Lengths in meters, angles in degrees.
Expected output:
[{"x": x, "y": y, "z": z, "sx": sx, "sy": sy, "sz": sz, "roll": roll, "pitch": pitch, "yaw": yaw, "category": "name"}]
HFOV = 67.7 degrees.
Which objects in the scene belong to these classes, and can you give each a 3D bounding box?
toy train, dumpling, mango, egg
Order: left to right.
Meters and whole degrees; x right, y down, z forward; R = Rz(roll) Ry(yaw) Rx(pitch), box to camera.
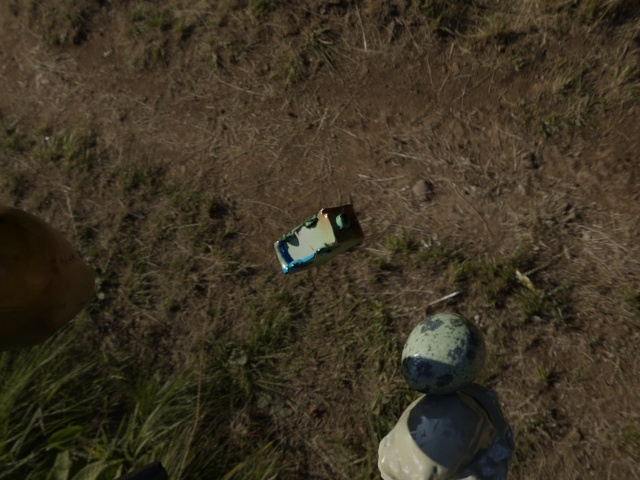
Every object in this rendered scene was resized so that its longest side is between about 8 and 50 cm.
[{"x": -0.380, "y": 0.041, "z": 0.609, "sx": 0.136, "sy": 0.236, "sz": 0.166, "roll": -20, "pitch": 68, "yaw": -2, "category": "mango"}, {"x": 0.000, "y": 0.000, "z": 0.858, "sx": 0.188, "sy": 0.099, "sz": 0.072, "roll": -32, "pitch": 72, "yaw": 45, "category": "toy train"}, {"x": 0.214, "y": 0.201, "z": 0.839, "sx": 0.132, "sy": 0.172, "sz": 0.132, "roll": 33, "pitch": 139, "yaw": 35, "category": "egg"}, {"x": 0.226, "y": 0.364, "z": 0.836, "sx": 0.258, "sy": 0.147, "sz": 0.193, "roll": -22, "pitch": 52, "yaw": -12, "category": "dumpling"}]

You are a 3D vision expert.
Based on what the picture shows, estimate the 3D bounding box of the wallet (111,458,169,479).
[{"x": -0.416, "y": 0.493, "z": 0.816, "sx": 0.045, "sy": 0.317, "sz": 0.173, "roll": 47, "pitch": 144, "yaw": 44, "category": "wallet"}]
